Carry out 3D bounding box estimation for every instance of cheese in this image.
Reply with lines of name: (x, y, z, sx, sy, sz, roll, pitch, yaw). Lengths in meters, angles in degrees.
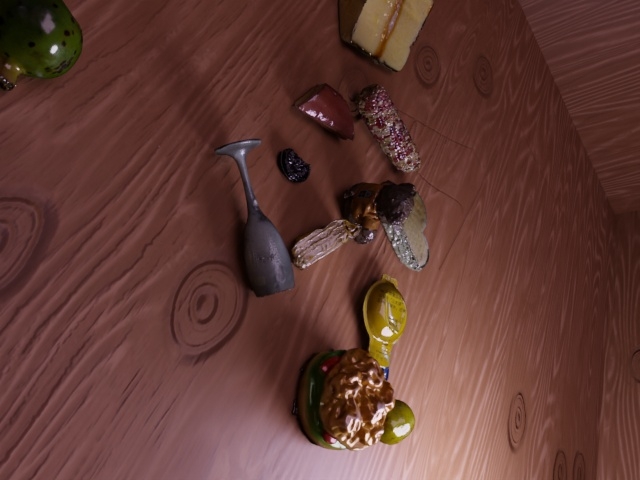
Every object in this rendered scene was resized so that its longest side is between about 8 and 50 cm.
cheese: (0.160, 0.220, 1.344, 0.176, 0.069, 0.271, 26, 65, -40)

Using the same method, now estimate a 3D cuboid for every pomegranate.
pomegranate: (-0.430, -0.307, 0.791, 0.143, 0.122, 0.169, 61, 32, -61)

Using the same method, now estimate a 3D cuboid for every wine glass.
wine glass: (-0.181, -0.027, 1.010, 0.264, 0.096, 0.310, -17, 94, -50)

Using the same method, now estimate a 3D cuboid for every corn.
corn: (0.199, -0.310, 1.504, 0.290, 0.098, 0.098, 53, 47, -29)

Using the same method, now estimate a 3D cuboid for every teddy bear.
teddy bear: (0.147, -0.088, 1.318, 0.140, 0.190, 0.177, 47, 54, -37)

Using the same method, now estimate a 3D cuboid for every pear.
pear: (0.173, 0.437, 1.276, 0.131, 0.107, 0.107, 27, 61, -54)

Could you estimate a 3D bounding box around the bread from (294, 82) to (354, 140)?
bread: (0.016, -0.338, 1.327, 0.192, 0.067, 0.120, 21, 65, -43)

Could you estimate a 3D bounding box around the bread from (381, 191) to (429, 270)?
bread: (0.242, -0.029, 1.500, 0.172, 0.064, 0.232, 14, 68, -45)

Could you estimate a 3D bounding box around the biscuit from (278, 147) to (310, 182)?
biscuit: (-0.059, -0.176, 1.234, 0.089, 0.027, 0.087, -36, 108, -45)

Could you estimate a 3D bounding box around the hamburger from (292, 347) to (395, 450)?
hamburger: (0.070, 0.346, 1.155, 0.237, 0.148, 0.237, 17, 67, -44)

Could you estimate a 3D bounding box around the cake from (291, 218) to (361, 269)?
cake: (-0.002, -0.004, 1.248, 0.184, 0.116, 0.080, -35, 104, -13)

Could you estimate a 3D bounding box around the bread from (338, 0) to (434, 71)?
bread: (0.198, -0.640, 1.523, 0.263, 0.198, 0.236, 11, 80, -44)
